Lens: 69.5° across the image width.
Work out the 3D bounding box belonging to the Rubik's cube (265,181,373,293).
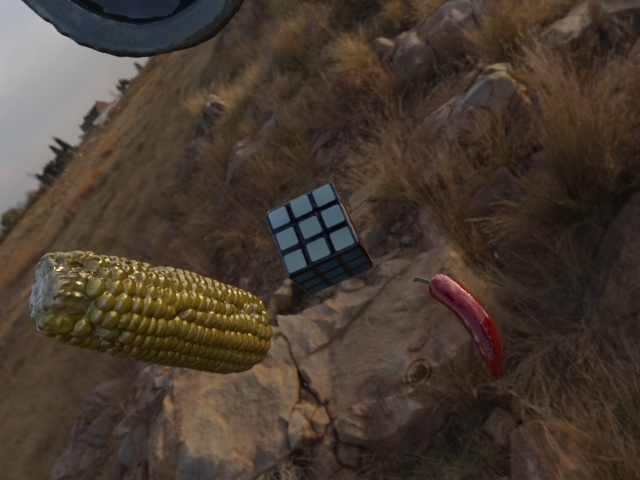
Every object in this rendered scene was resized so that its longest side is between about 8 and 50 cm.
[{"bbox_3d":[0.000,0.000,0.981,0.162,0.160,0.163,-27,66,6],"label":"Rubik's cube"}]

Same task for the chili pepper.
[{"bbox_3d":[0.405,0.217,1.316,0.368,0.092,0.137,56,133,25],"label":"chili pepper"}]

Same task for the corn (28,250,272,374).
[{"bbox_3d":[-0.184,0.100,0.589,0.130,0.347,0.130,-13,66,31],"label":"corn"}]

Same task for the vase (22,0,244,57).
[{"bbox_3d":[-0.212,-0.336,0.550,0.245,0.245,0.291,-47,22,4],"label":"vase"}]
